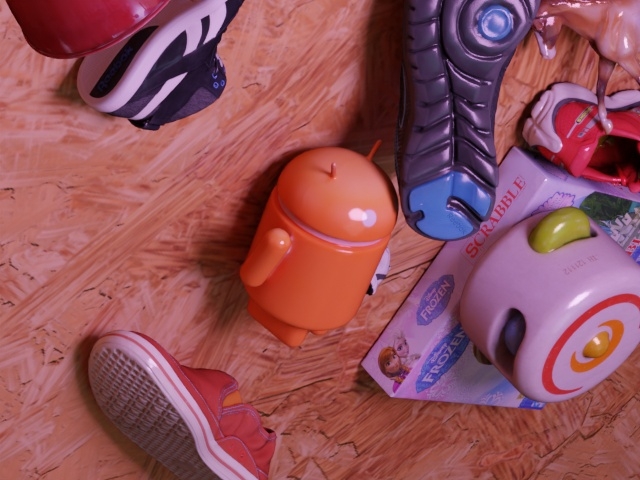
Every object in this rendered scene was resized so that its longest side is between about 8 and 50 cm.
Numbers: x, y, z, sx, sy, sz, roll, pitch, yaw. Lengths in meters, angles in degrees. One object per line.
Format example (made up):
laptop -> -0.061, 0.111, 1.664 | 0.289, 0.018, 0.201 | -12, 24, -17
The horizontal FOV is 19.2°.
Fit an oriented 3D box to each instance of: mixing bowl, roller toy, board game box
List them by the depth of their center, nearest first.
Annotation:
mixing bowl -> -0.181, -0.235, 1.404 | 0.181, 0.181, 0.098 | -44, 131, 2
roller toy -> 0.265, 0.077, 2.080 | 0.191, 0.146, 0.209 | -47, 145, 7
board game box -> 0.244, 0.055, 2.227 | 0.318, 0.066, 0.318 | 9, 120, -49

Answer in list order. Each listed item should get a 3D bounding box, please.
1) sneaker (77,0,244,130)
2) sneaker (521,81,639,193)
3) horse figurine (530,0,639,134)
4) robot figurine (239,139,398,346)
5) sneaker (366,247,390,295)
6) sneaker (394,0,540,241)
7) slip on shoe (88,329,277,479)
sneaker -> -0.102, -0.186, 1.616 | 0.217, 0.079, 0.121 | -44, 150, 16
sneaker -> 0.338, -0.098, 2.108 | 0.279, 0.118, 0.107 | -1, 131, -44
horse figurine -> 0.356, -0.208, 1.936 | 0.263, 0.066, 0.174 | -17, 113, 18
robot figurine -> -0.001, 0.001, 1.865 | 0.158, 0.128, 0.219 | 10, 124, -19
sneaker -> 0.051, 0.011, 2.017 | 0.044, 0.040, 0.109 | -47, 153, -25
sneaker -> 0.123, -0.178, 1.823 | 0.125, 0.139, 0.340 | 8, 109, -11
slip on shoe -> -0.136, 0.170, 1.948 | 0.331, 0.123, 0.101 | 52, 54, -51
